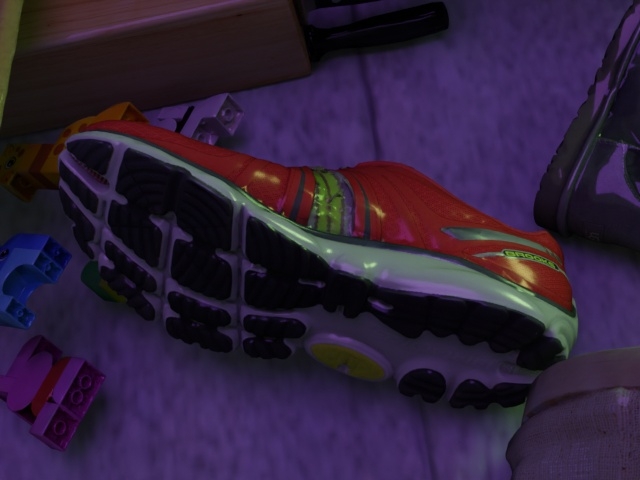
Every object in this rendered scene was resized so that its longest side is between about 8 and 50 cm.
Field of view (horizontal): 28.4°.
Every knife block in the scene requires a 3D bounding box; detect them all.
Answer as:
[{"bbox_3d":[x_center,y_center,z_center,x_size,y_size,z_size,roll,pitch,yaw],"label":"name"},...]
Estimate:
[{"bbox_3d":[-0.056,-0.138,0.762,0.242,0.088,0.275,31,73,23],"label":"knife block"}]

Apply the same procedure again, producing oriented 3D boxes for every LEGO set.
[{"bbox_3d":[-0.145,-0.009,0.714,0.093,0.087,0.227,4,58,41],"label":"LEGO set"}]

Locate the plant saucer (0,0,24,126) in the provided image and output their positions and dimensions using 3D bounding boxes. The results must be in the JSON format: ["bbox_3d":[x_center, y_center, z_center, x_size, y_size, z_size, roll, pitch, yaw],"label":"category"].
[{"bbox_3d":[-0.327,-0.178,0.680,0.333,0.081,0.333,14,55,-18],"label":"plant saucer"}]

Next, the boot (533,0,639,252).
[{"bbox_3d":[0.242,-0.039,0.670,0.208,0.076,0.189,23,84,27],"label":"boot"}]

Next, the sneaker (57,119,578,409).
[{"bbox_3d":[0.000,0.000,0.666,0.279,0.107,0.118,21,41,-2],"label":"sneaker"}]

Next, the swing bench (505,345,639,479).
[{"bbox_3d":[0.179,0.192,0.516,0.255,0.165,0.253,10,66,15],"label":"swing bench"}]
